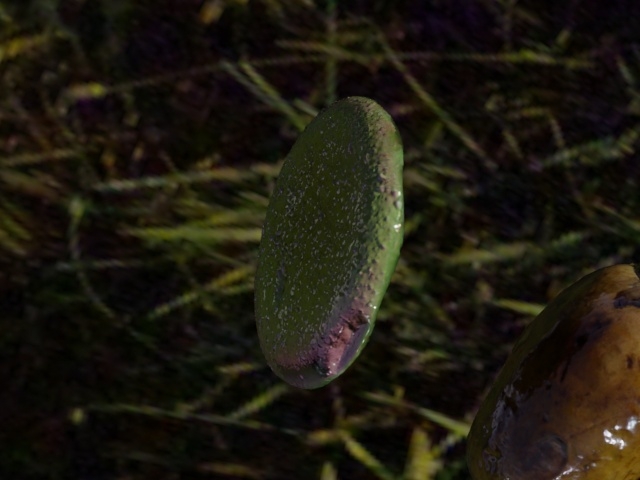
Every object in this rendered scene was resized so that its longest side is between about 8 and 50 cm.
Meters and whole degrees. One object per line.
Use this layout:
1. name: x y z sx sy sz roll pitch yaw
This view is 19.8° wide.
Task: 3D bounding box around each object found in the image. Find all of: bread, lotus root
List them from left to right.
1. bread: 0.000 0.000 1.365 0.228 0.033 0.228 -41 44 55
2. lotus root: 0.203 0.123 1.408 0.141 0.169 0.314 43 111 8
